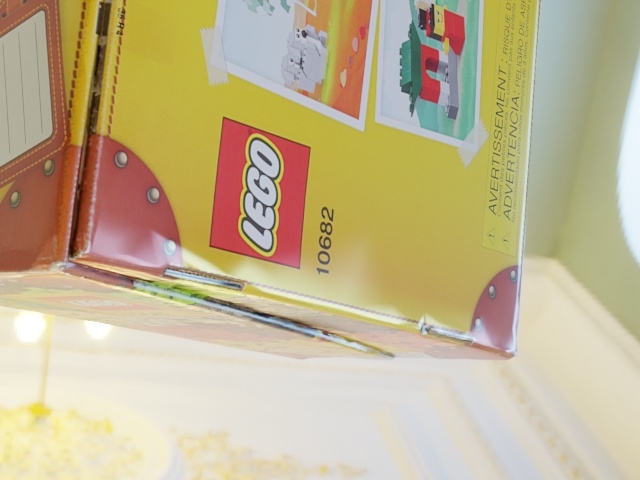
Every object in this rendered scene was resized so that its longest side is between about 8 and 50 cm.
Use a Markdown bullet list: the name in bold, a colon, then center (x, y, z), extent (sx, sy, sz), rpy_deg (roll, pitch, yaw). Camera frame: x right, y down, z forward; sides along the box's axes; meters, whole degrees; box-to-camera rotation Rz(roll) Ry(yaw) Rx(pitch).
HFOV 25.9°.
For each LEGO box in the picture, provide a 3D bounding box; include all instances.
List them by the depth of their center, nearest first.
- **LEGO box**: center (-0.040, -0.193, 0.842), extent (0.193, 0.500, 0.372), rpy_deg (-3, 167, 41)
